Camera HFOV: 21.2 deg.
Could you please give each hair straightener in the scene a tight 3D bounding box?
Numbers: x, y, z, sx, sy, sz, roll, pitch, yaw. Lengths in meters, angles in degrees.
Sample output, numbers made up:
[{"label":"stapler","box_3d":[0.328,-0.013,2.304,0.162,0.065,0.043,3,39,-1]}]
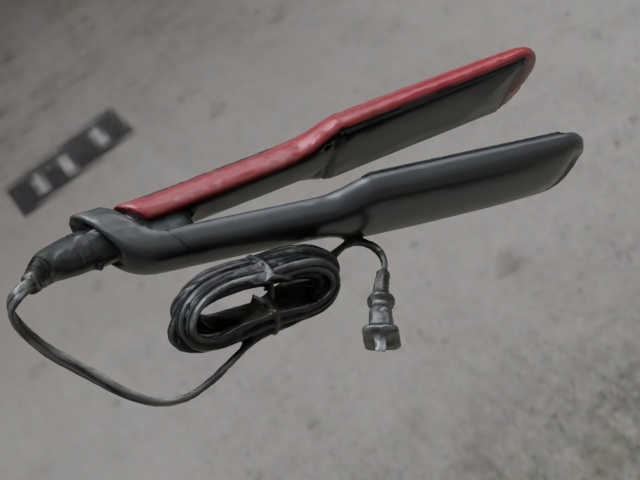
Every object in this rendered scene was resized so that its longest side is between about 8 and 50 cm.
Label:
[{"label":"hair straightener","box_3d":[0.000,0.000,0.608,0.230,0.089,0.047,-19,-21,-27]}]
